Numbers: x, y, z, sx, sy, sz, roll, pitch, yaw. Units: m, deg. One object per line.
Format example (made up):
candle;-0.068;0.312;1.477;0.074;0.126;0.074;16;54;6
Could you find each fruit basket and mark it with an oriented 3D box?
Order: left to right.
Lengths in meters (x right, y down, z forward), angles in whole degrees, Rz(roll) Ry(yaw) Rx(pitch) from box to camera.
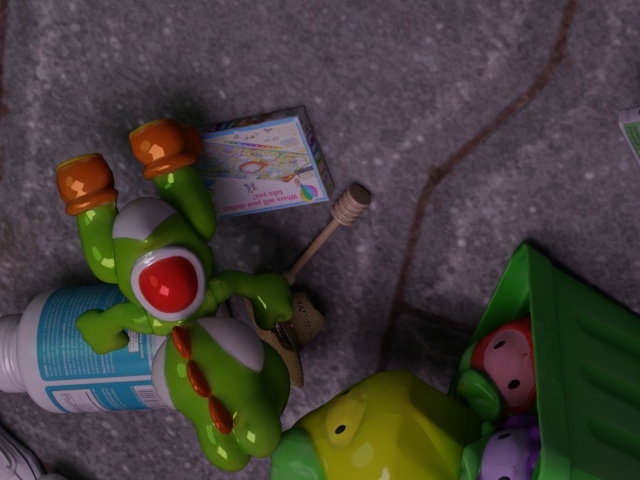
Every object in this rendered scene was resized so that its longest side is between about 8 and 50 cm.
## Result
fruit basket;0.146;0.199;1.810;0.392;0.392;0.283;24;125;3

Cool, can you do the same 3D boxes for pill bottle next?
pill bottle;-0.243;0.121;2.026;0.264;0.146;0.146;-4;119;21

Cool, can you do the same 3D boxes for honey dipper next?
honey dipper;0.000;0.000;1.940;0.030;0.030;0.161;36;126;-6

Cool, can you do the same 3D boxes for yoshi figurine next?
yoshi figurine;-0.137;0.069;1.859;0.203;0.203;0.362;-34;76;45

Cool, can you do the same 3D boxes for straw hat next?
straw hat;-0.028;0.090;1.982;0.061;0.144;0.144;-29;115;-14

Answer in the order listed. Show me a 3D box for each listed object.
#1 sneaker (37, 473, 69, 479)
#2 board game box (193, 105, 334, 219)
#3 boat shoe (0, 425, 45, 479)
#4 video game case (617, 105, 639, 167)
sneaker;-0.258;0.366;2.233;0.095;0.090;0.235;-38;108;20
board game box;-0.073;-0.081;1.915;0.154;0.026;0.103;-9;117;23
boat shoe;-0.425;0.269;2.221;0.083;0.076;0.226;-24;111;30
video game case;0.407;-0.076;1.701;0.193;0.023;0.212;-9;146;23
